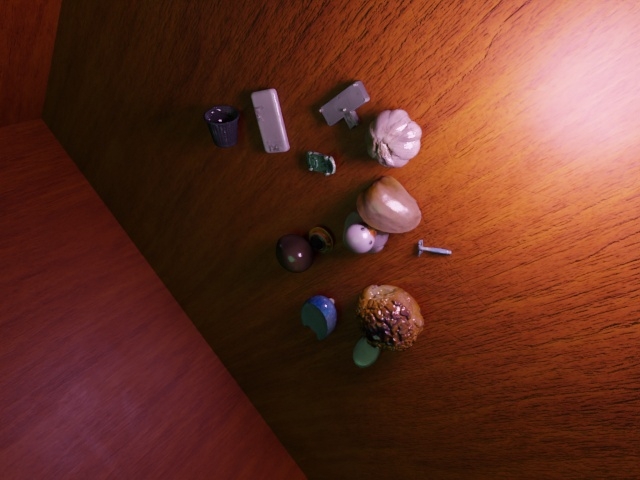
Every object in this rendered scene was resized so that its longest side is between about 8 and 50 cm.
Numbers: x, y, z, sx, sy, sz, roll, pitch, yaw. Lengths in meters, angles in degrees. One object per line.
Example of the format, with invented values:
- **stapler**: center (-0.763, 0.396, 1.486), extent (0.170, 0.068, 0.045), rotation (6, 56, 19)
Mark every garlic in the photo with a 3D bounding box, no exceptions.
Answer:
- **garlic**: center (0.265, -0.377, 1.593), extent (0.227, 0.152, 0.228), rotation (19, 122, 35)

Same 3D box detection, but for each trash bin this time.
- **trash bin**: center (-0.480, -0.552, 2.086), extent (0.175, 0.175, 0.161), rotation (28, 140, 23)

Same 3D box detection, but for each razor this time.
- **razor**: center (0.478, 0.041, 1.763), extent (0.134, 0.040, 0.068), rotation (9, 122, 29)

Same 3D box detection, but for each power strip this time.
- **power strip**: center (0.106, -0.522, 1.695), extent (0.215, 0.061, 0.145), rotation (-24, 99, 45)

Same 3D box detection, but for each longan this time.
- **longan**: center (-0.130, 0.067, 2.159), extent (0.220, 0.196, 0.197), rotation (36, 135, 39)

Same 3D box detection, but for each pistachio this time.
- **pistachio**: center (0.278, -0.128, 1.717), extent (0.260, 0.163, 0.213), rotation (44, 95, 9)

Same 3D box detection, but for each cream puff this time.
- **cream puff**: center (0.302, 0.366, 1.967), extent (0.342, 0.231, 0.327), rotation (38, 137, 14)

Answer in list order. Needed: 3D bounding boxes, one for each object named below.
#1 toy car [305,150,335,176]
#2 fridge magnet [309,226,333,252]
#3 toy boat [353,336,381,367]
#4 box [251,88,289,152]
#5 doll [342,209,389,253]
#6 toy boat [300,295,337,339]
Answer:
- **toy car**: center (0.005, -0.347, 1.887), extent (0.186, 0.058, 0.094), rotation (24, 131, 41)
- **fridge magnet**: center (0.000, 0.000, 2.101), extent (0.143, 0.063, 0.143), rotation (19, 128, 26)
- **toy boat**: center (0.251, 0.593, 2.271), extent (0.134, 0.079, 0.208), rotation (29, 120, 12)
- **box**: center (-0.234, -0.552, 1.965), extent (0.142, 0.044, 0.285), rotation (4, 118, 35)
- **doll**: center (0.176, -0.018, 1.837), extent (0.221, 0.221, 0.251), rotation (57, 147, -4)
- **toy boat**: center (0.005, 0.413, 2.341), extent (0.215, 0.123, 0.330), rotation (41, 146, 23)
